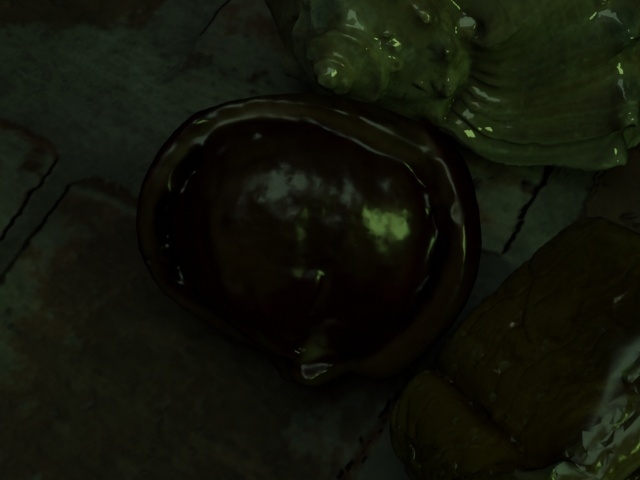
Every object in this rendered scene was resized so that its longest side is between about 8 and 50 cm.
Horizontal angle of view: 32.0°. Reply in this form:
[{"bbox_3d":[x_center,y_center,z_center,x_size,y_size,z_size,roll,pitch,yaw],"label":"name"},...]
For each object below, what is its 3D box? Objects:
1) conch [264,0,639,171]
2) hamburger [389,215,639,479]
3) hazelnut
[{"bbox_3d":[0.135,-0.199,0.749,0.297,0.210,0.352,39,76,10],"label":"conch"},{"bbox_3d":[0.138,0.076,0.612,0.206,0.130,0.183,-32,22,-6],"label":"hamburger"},{"bbox_3d":[0.000,-0.008,0.675,0.202,0.170,0.160,8,33,34],"label":"hazelnut"}]
